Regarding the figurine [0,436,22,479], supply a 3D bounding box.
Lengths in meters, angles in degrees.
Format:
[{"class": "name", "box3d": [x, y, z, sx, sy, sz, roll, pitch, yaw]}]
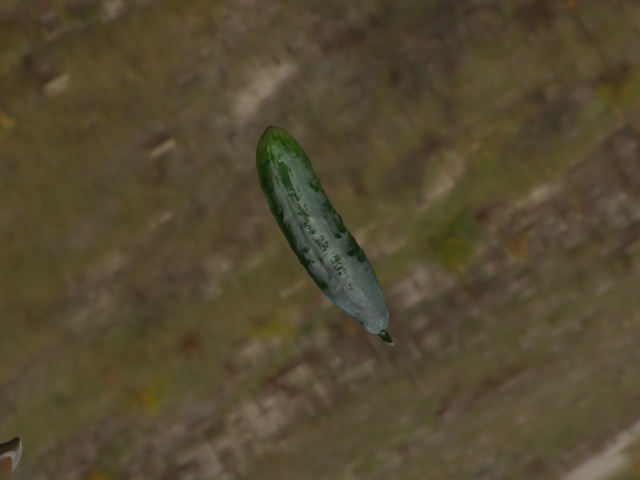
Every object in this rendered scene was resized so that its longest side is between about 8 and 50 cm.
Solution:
[{"class": "figurine", "box3d": [-0.316, 0.221, 1.706, 0.207, 0.387, 0.166, -26, -172, 47]}]

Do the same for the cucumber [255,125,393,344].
[{"class": "cucumber", "box3d": [0.000, 0.000, 1.174, 0.037, 0.155, 0.037, -28, -162, 10]}]
